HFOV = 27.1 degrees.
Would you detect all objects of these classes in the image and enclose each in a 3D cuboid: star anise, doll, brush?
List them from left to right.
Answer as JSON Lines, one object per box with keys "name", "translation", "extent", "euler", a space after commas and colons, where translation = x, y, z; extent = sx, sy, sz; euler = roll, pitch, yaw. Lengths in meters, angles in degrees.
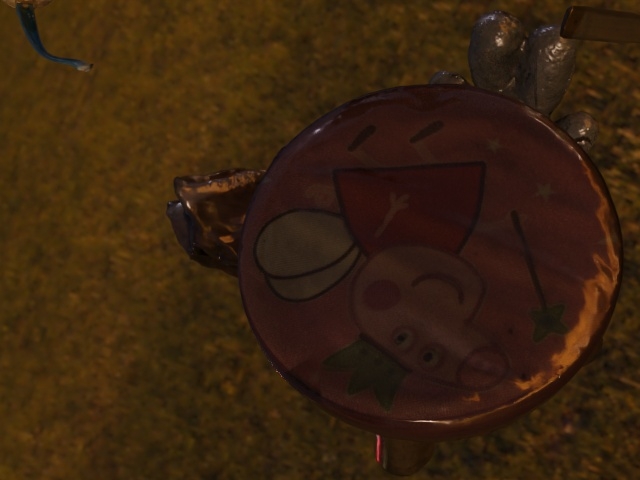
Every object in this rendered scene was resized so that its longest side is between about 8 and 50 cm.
{"name": "star anise", "translation": [-0.002, 0.000, 1.305], "extent": [0.331, 0.331, 0.118], "euler": [-10, 67, 63]}
{"name": "doll", "translation": [0.248, -0.147, 1.804], "extent": [0.340, 0.246, 0.158], "euler": [93, -157, -52]}
{"name": "brush", "translation": [0.317, -0.216, 1.334], "extent": [0.027, 0.190, 0.034], "euler": [48, 132, 53]}

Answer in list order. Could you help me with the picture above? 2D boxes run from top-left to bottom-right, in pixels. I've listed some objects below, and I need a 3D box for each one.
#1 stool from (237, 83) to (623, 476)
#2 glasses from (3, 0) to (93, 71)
{"name": "stool", "translation": [0.084, 0.035, 1.000], "extent": [0.178, 0.272, 0.272], "euler": [70, -149, -66]}
{"name": "glasses", "translation": [-0.248, -0.270, 1.291], "extent": [0.220, 0.088, 0.190], "euler": [45, 135, 35]}
